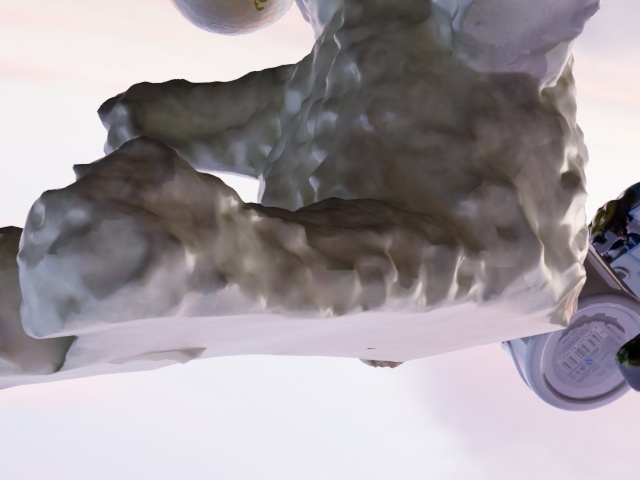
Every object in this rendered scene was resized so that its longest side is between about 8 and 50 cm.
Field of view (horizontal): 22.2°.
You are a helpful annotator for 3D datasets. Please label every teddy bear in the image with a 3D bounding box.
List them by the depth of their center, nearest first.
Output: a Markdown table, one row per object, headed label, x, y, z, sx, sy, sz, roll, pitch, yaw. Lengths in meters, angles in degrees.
| label | x | y | z | sx | sy | sz | roll | pitch | yaw |
| --- | --- | --- | --- | --- | --- | --- | --- | --- | --- |
| teddy bear | -0.005 | -0.123 | 0.755 | 0.375 | 0.362 | 0.327 | 2 | 167 | -35 |

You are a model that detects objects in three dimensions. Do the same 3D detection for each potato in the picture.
| label | x | y | z | sx | sy | sz | roll | pitch | yaw |
| --- | --- | --- | --- | --- | --- | --- | --- | --- | --- |
| potato | -0.073 | -0.252 | 1.283 | 0.157 | 0.157 | 0.194 | 6 | 167 | 9 |

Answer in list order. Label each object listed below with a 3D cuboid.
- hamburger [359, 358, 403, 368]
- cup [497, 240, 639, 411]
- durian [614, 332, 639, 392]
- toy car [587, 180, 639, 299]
| label | x | y | z | sx | sy | sz | roll | pitch | yaw |
| --- | --- | --- | --- | --- | --- | --- | --- | --- | --- |
| hamburger | 0.058 | 0.072 | 1.364 | 0.076 | 0.044 | 0.083 | -42 | -165 | -21 |
| cup | 0.154 | 0.052 | 1.169 | 0.136 | 0.099 | 0.133 | -6 | -152 | -13 |
| durian | 0.256 | 0.128 | 0.866 | 0.146 | 0.159 | 0.198 | -18 | -137 | 0 |
| toy car | 0.422 | -0.033 | 1.722 | 0.198 | 0.166 | 0.314 | 34 | 145 | -7 |
